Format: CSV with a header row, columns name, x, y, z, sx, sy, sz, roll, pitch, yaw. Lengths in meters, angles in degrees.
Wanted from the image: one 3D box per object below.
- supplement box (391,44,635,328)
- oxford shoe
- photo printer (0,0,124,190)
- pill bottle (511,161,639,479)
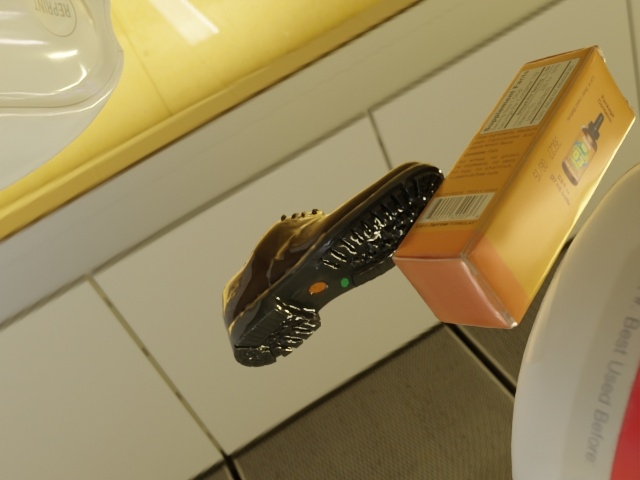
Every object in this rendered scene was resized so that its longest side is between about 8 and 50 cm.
name,x,y,z,sx,sy,sz,roll,pitch,yaw
supplement box,0.154,-0.045,0.614,0.080,0.078,0.233,0,-135,54
oxford shoe,0.000,0.000,0.665,0.227,0.083,0.096,-37,-130,11
photo printer,-0.255,-0.053,0.327,0.256,0.107,0.308,-18,177,34
pill bottle,0.301,0.106,0.297,0.408,0.229,0.229,19,-124,41
